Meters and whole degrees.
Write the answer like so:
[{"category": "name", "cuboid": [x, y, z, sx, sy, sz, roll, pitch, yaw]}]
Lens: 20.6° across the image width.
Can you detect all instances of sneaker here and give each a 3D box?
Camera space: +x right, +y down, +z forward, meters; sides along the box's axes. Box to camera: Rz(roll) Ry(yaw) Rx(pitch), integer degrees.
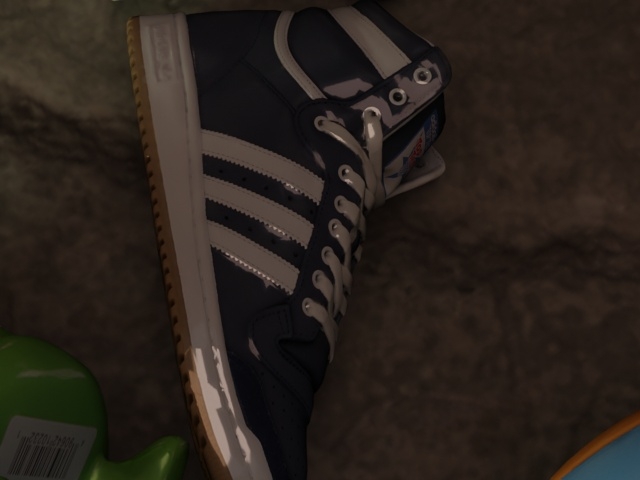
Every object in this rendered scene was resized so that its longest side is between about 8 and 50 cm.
[{"category": "sneaker", "cuboid": [0.000, 0.000, 0.832, 0.153, 0.099, 0.282, -9, 61, -5]}]

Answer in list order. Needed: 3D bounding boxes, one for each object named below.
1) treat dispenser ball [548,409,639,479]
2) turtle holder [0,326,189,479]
[{"category": "treat dispenser ball", "cuboid": [0.200, 0.196, 0.717, 0.288, 0.288, 0.288, 0, 77, -2]}, {"category": "turtle holder", "cuboid": [-0.223, 0.167, 0.762, 0.227, 0.243, 0.320, 22, 117, 18]}]
